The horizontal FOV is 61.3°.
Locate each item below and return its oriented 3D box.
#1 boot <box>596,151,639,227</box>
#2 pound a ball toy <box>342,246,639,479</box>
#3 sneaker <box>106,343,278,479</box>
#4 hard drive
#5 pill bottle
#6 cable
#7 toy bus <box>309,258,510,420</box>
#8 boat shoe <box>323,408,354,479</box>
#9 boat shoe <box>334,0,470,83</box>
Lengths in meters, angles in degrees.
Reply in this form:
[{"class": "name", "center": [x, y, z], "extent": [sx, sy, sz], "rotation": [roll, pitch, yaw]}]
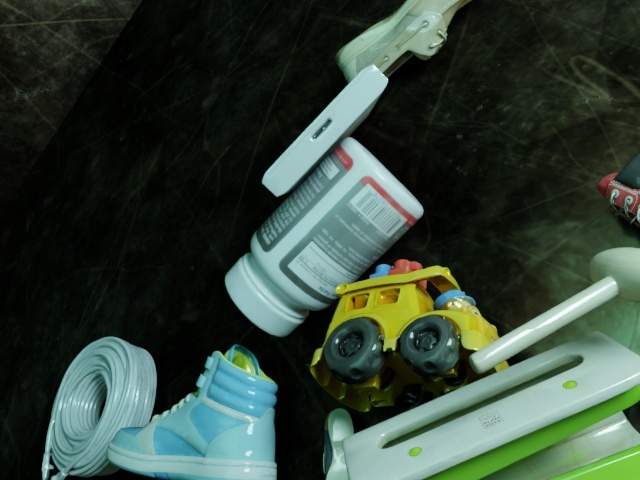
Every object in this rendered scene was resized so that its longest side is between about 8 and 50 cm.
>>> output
[{"class": "boot", "center": [0.352, 0.010, 0.560], "extent": [0.176, 0.088, 0.244], "rotation": [25, 76, 45]}, {"class": "pound a ball toy", "center": [0.175, 0.154, 0.506], "extent": [0.319, 0.208, 0.136], "rotation": [-25, 9, 1]}, {"class": "sneaker", "center": [-0.193, 0.269, 0.853], "extent": [0.319, 0.127, 0.208], "rotation": [-5, 66, 28]}, {"class": "hard drive", "center": [0.007, -0.155, 0.827], "extent": [0.203, 0.040, 0.307], "rotation": [-46, 5, 6]}, {"class": "pill bottle", "center": [0.000, 0.000, 0.807], "extent": [0.283, 0.161, 0.161], "rotation": [-45, 46, 12]}, {"class": "cable", "center": [-0.419, 0.318, 1.041], "extent": [0.257, 0.089, 0.257], "rotation": [-32, 49, 22]}, {"class": "toy bus", "center": [0.121, 0.103, 0.678], "extent": [0.220, 0.149, 0.211], "rotation": [-14, 43, 32]}, {"class": "boat shoe", "center": [0.025, 0.293, 0.710], "extent": [0.043, 0.049, 0.137], "rotation": [112, 157, -59]}, {"class": "boat shoe", "center": [0.168, -0.352, 0.913], "extent": [0.302, 0.109, 0.098], "rotation": [-28, 91, 25]}]
